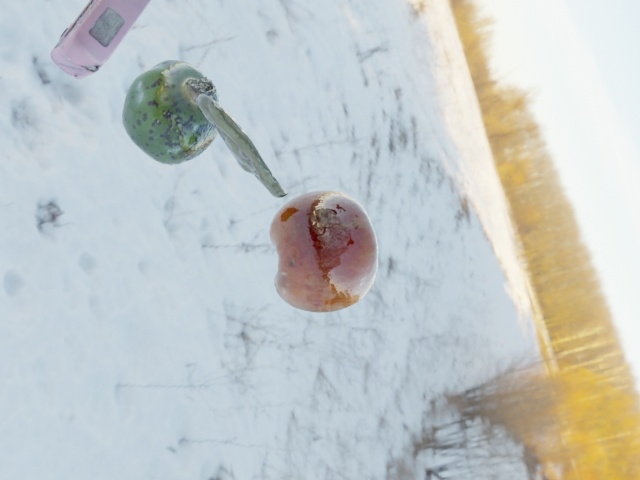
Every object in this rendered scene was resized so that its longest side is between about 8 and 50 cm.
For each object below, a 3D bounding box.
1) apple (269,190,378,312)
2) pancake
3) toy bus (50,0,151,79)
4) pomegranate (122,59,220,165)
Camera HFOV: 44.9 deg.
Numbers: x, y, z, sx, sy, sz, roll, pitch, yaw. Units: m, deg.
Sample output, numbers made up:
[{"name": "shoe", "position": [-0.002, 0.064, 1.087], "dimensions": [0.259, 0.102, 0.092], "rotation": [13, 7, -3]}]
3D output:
[{"name": "apple", "position": [0.000, 0.000, 1.778], "dimensions": [0.163, 0.251, 0.293], "rotation": [86, -11, -60]}, {"name": "pancake", "position": [-0.146, -0.169, 1.413], "dimensions": [0.236, 0.042, 0.222], "rotation": [53, -3, -40]}, {"name": "toy bus", "position": [-0.276, -0.307, 1.032], "dimensions": [0.063, 0.090, 0.203], "rotation": [40, 68, -30]}, {"name": "pomegranate", "position": [-0.349, -0.317, 1.878], "dimensions": [0.254, 0.270, 0.254], "rotation": [26, 50, -34]}]
